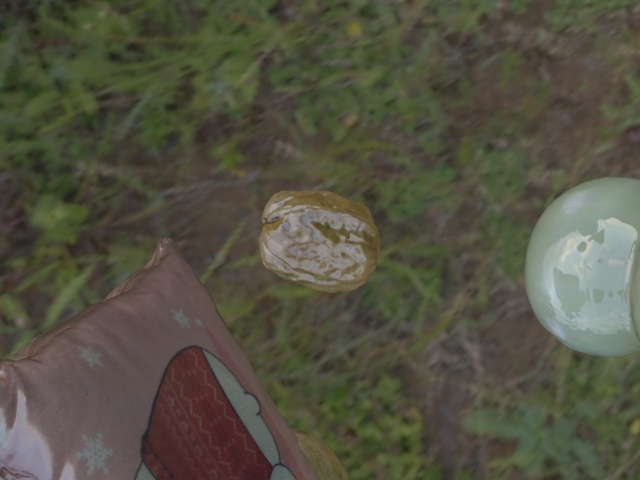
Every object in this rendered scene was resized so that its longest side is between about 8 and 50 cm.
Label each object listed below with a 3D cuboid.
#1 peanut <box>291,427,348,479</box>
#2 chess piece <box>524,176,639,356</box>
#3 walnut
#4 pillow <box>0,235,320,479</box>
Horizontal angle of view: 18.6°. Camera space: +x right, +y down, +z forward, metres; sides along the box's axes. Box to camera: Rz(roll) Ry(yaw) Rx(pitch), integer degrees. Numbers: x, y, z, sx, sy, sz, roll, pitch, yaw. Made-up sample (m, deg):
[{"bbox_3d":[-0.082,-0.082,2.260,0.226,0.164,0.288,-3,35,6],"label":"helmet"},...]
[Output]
[{"bbox_3d":[-0.089,0.178,1.216,0.108,0.226,0.095,-127,21,-49],"label":"peanut"},{"bbox_3d":[0.227,0.025,1.059,0.251,0.144,0.144,10,113,36],"label":"chess piece"},{"bbox_3d":[0.000,0.000,1.479,0.096,0.079,0.082,12,140,-15],"label":"walnut"},{"bbox_3d":[-0.076,0.132,0.981,0.084,0.223,0.236,-21,96,33],"label":"pillow"}]
